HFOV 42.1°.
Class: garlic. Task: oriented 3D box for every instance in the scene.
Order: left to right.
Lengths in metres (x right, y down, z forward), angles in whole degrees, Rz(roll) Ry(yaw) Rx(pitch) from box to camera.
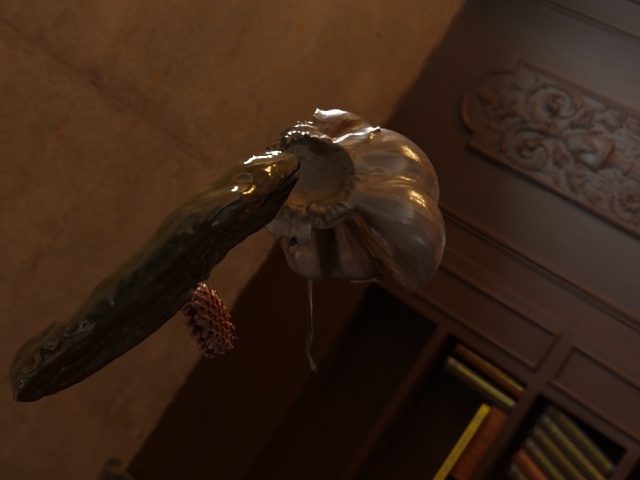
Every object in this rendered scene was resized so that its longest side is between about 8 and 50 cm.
[{"bbox_3d":[0.000,0.000,0.813,0.257,0.207,0.207,-60,-25,7],"label":"garlic"}]

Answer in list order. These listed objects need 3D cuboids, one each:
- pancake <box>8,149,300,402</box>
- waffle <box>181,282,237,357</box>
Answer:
[{"bbox_3d":[-0.105,0.021,0.546,0.236,0.042,0.222,-41,-4,40],"label":"pancake"},{"bbox_3d":[-0.116,0.081,0.856,0.029,0.083,0.075,-22,8,13],"label":"waffle"}]
